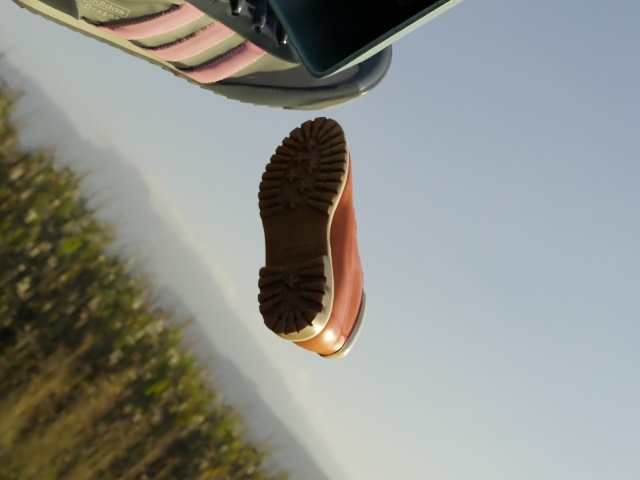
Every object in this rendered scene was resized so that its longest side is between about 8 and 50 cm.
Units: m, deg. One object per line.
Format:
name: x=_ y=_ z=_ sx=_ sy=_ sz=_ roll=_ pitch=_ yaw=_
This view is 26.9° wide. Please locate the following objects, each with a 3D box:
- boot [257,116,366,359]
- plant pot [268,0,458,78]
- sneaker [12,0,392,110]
boot: x=0.000 y=0.000 z=0.879 sx=0.059 sy=0.158 sz=0.084 roll=-5 pitch=-25 yaw=26
plant pot: x=0.051 y=-0.213 z=0.831 sx=0.166 sy=0.165 sz=0.234 roll=60 pitch=15 yaw=0
sneaker: x=-0.077 y=-0.174 z=0.922 sx=0.319 sy=0.112 sz=0.131 roll=14 pitch=-14 yaw=-22
